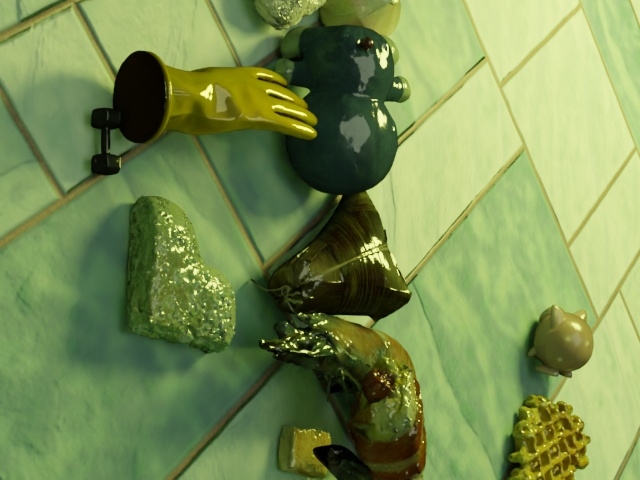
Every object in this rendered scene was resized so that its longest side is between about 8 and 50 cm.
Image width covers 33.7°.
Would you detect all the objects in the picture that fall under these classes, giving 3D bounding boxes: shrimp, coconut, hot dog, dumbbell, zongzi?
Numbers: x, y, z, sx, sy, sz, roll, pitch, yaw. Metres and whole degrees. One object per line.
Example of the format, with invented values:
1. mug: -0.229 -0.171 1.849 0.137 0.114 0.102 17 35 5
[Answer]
1. shrimp: 0.038 0.239 1.524 0.445 0.085 0.272 37 51 -51
2. coconut: 0.071 -0.375 1.699 0.116 0.122 0.116 13 73 -47
3. hot dog: 0.093 0.263 1.456 0.146 0.103 0.213 -82 165 -57
4. dumbbell: -0.268 -0.124 1.321 0.040 0.036 0.083 8 76 -46
5. zongzi: 0.000 0.000 1.568 0.247 0.111 0.241 3 62 -43

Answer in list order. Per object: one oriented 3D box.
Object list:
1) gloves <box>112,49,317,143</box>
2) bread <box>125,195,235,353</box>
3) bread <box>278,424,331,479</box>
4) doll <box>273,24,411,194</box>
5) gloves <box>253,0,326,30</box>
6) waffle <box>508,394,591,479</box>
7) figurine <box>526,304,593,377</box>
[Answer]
1. gloves: -0.120 -0.180 1.418 0.294 0.116 0.133 -1 55 -43
2. bread: -0.188 0.057 1.352 0.172 0.064 0.232 -43 112 -47
3. bread: -0.023 0.302 1.507 0.083 0.035 0.070 20 67 -42
4. doll: 0.038 -0.197 1.602 0.228 0.154 0.259 5 92 -24
5. gloves: -0.049 -0.386 1.604 0.153 0.070 0.114 -40 112 -44
6. waffle: 0.432 0.419 1.984 0.249 0.056 0.253 31 57 -40
7. figurine: 0.463 0.193 2.032 0.125 0.125 0.138 8 91 -48
